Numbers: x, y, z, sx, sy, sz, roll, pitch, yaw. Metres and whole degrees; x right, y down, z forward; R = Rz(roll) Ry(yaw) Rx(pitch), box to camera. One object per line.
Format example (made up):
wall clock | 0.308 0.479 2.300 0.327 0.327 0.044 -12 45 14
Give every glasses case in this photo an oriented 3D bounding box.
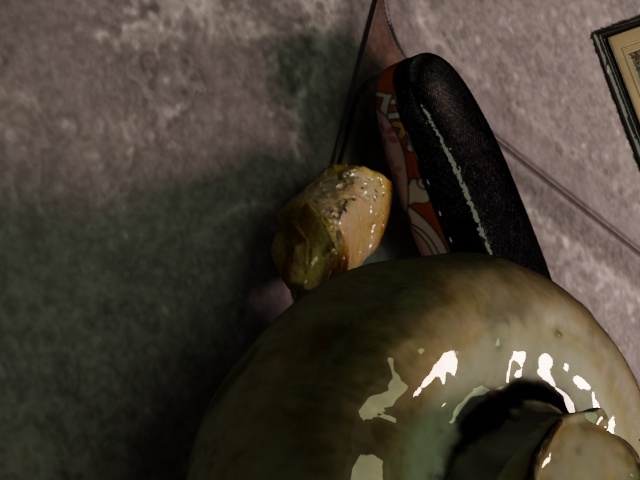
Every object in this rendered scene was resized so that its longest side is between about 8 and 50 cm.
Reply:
glasses case | 0.109 -0.005 1.358 0.103 0.067 0.266 -29 98 -62

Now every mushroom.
mushroom | 0.078 0.174 1.137 0.352 0.260 0.352 15 66 -36

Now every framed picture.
framed picture | 0.321 -0.108 1.647 0.199 0.010 0.195 -22 92 -46

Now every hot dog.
hot dog | -0.001 -0.001 1.261 0.169 0.061 0.078 -51 146 -63
